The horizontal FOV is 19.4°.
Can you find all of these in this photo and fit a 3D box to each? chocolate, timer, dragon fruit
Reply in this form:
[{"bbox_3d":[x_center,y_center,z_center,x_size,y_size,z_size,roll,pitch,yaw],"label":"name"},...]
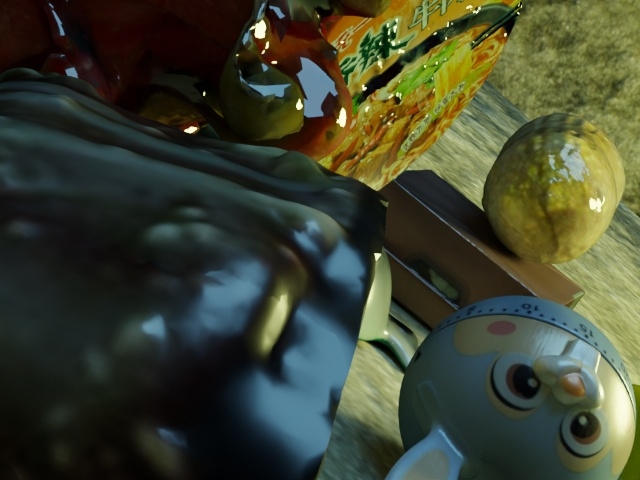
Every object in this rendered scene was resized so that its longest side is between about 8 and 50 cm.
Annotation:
[{"bbox_3d":[0.221,-0.051,1.781,0.134,0.134,0.309,38,16,4],"label":"chocolate"},{"bbox_3d":[-0.106,0.045,0.744,0.210,0.225,0.340,23,13,-3],"label":"chocolate"},{"bbox_3d":[0.127,0.127,1.199,0.175,0.175,0.255,37,14,-4],"label":"timer"},{"bbox_3d":[-0.092,-0.146,0.941,0.307,0.227,0.243,52,-18,9],"label":"dragon fruit"}]

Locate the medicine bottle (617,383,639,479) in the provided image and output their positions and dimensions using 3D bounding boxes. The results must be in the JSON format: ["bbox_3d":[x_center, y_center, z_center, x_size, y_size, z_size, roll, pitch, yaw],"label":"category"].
[{"bbox_3d":[0.250,0.208,1.327,0.122,0.122,0.212,26,17,-41],"label":"medicine bottle"}]

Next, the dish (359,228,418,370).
[{"bbox_3d":[0.000,0.000,1.489,0.246,0.078,0.224,36,11,-8],"label":"dish"}]

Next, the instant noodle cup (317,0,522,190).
[{"bbox_3d":[-0.011,-0.154,1.148,0.182,0.230,0.230,39,12,22],"label":"instant noodle cup"}]

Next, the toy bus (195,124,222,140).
[{"bbox_3d":[-0.144,-0.075,1.230,0.234,0.133,0.116,43,16,19],"label":"toy bus"}]

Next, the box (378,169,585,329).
[{"bbox_3d":[0.134,0.028,1.736,0.215,0.086,0.215,40,13,11],"label":"box"}]
